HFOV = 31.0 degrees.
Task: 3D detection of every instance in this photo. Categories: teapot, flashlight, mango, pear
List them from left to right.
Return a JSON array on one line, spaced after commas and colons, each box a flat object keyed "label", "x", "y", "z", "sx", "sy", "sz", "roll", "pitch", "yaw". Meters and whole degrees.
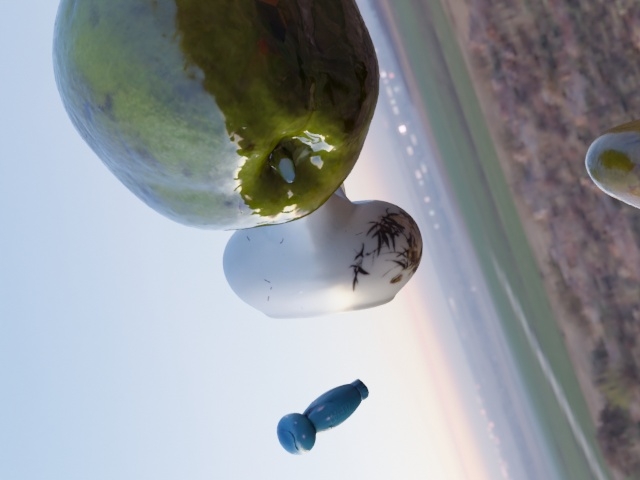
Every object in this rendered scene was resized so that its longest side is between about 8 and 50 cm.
[{"label": "pear", "x": -0.087, "y": -0.143, "z": 0.936, "sx": 0.321, "sy": 0.269, "sz": 0.269, "roll": 56, "pitch": 172, "yaw": 46}, {"label": "teapot", "x": 0.000, "y": 0.000, "z": 1.228, "sx": 0.299, "sy": 0.208, "sz": 0.166, "roll": -75, "pitch": -34, "yaw": -76}, {"label": "flashlight", "x": 0.005, "y": 0.205, "z": 1.345, "sx": 0.051, "sy": 0.129, "sz": 0.051, "roll": 39, "pitch": 144, "yaw": 36}, {"label": "mango", "x": 0.291, "y": -0.058, "z": 0.890, "sx": 0.115, "sy": 0.165, "sz": 0.089, "roll": -69, "pitch": -18, "yaw": -67}]
